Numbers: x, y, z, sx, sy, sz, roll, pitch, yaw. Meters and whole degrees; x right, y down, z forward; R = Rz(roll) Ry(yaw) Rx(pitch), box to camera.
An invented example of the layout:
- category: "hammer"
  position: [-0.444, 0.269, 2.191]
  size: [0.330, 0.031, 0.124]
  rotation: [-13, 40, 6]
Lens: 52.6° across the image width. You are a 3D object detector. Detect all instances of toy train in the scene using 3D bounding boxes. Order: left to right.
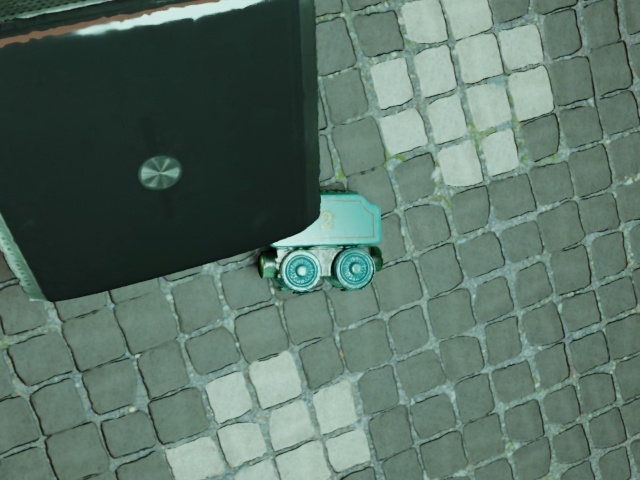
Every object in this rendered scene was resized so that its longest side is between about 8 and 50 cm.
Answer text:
- category: "toy train"
  position: [0.000, 0.000, 1.027]
  size: [0.203, 0.112, 0.163]
  rotation: [-2, 91, -16]

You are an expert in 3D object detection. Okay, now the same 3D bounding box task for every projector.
- category: "projector"
  position: [-0.218, -0.159, 0.801]
  size: [0.405, 0.242, 0.395]
  rotation: [-17, 139, -13]
